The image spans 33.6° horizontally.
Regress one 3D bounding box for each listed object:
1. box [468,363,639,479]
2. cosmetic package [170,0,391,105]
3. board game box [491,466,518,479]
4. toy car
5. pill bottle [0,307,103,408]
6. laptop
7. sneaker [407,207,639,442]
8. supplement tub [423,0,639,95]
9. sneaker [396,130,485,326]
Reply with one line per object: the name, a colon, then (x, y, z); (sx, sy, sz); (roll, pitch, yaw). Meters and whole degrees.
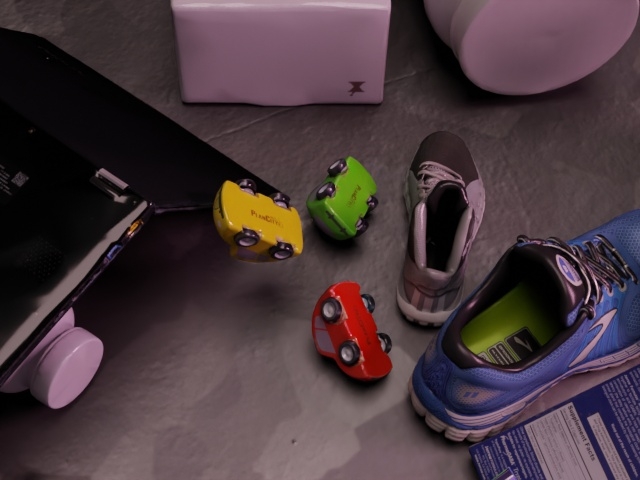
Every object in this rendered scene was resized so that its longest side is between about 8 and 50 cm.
box: (0.249, 0.188, 0.890); (0.225, 0.036, 0.136); (-31, 50, 16)
cosmetic package: (-0.044, -0.381, 1.231); (0.229, 0.161, 0.454); (0, 59, -2)
board game box: (0.110, 0.296, 0.849); (0.201, 0.035, 0.136); (-35, 64, 2)
toy car: (0.000, 0.000, 1.031); (0.239, 0.053, 0.225); (49, 37, -17)
pill bottle: (-0.294, 0.075, 0.972); (0.184, 0.103, 0.103); (31, 62, 16)
laptop: (-0.309, -0.040, 1.001); (0.382, 0.236, 0.408); (33, 72, 19)
sneaker: (0.232, 0.057, 0.974); (0.330, 0.147, 0.130); (-32, 64, -23)
supplement tub: (0.208, -0.342, 1.175); (0.228, 0.228, 0.316); (-8, 58, -7)
sneaker: (0.126, -0.040, 1.040); (0.086, 0.132, 0.229); (6, 58, 2)
